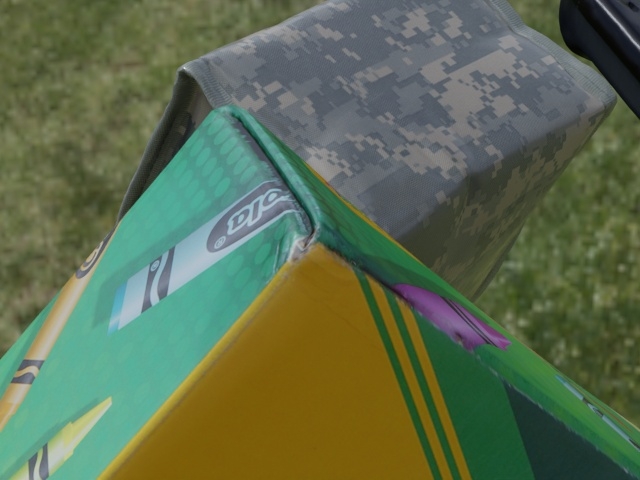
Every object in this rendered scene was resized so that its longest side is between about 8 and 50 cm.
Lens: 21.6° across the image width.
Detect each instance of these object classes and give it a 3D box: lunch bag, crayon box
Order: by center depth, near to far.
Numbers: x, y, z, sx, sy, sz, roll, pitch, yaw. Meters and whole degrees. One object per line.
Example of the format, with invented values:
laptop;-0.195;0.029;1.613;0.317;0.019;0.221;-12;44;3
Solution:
crayon box;-0.044;0.127;0.405;0.278;0.165;0.081;-49;28;8
lunch bag;0.000;0.000;0.973;0.169;0.287;0.235;45;47;16

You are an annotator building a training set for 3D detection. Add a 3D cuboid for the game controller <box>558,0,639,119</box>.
game controller;0.216;-0.008;0.661;0.166;0.067;0.319;17;31;-43
